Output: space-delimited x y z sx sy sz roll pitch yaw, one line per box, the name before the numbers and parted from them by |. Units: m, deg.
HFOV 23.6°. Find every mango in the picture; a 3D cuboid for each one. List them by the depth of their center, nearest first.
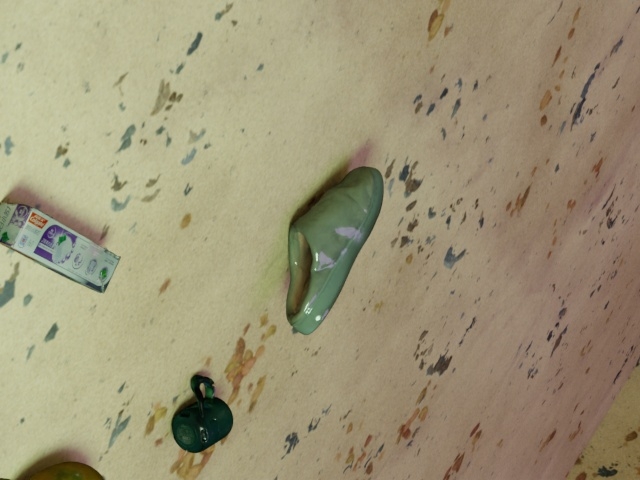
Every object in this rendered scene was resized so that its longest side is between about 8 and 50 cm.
mango | -0.297 0.305 1.754 0.163 0.089 0.111 -42 161 -57

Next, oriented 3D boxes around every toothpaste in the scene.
toothpaste | -0.270 0.007 1.570 0.047 0.040 0.196 -65 156 -6

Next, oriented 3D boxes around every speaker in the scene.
speaker | -0.150 0.224 1.993 0.075 0.060 0.094 -27 137 -54

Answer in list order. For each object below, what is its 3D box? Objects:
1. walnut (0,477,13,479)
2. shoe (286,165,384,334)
walnut | -0.383 0.322 1.431 0.283 0.227 0.283 -41 156 -23
shoe | 0.000 0.000 2.047 0.100 0.103 0.251 30 69 -23
